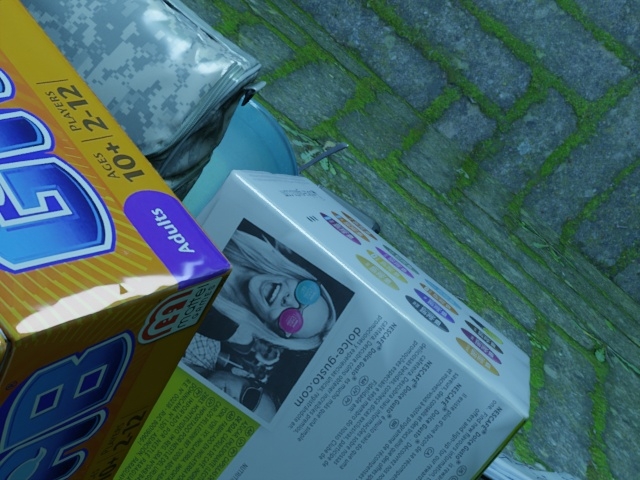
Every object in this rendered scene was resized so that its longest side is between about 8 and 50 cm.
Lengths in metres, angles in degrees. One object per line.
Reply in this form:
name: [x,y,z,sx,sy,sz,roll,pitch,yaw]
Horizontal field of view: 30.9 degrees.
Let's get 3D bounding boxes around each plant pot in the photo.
plant pot: [-0.194,-0.040,1.548,0.271,0.272,0.255,37,37,-9]

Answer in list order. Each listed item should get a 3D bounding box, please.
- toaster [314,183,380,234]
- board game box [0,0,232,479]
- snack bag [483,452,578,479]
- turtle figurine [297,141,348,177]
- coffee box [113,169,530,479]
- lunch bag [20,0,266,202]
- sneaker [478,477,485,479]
toaster: [0.000,0.000,1.943,0.146,0.129,0.227,37,24,0]
board game box: [-0.353,0.050,0.828,0.356,0.357,0.356,-19,61,-45]
snack bag: [0.297,0.338,1.683,0.342,0.037,0.323,26,0,38]
turtle figurine: [-0.116,-0.107,1.795,0.266,0.275,0.198,26,41,20]
coffee box: [-0.022,0.164,1.153,0.334,0.338,0.337,39,9,7]
lunch bag: [-0.239,-0.182,1.268,0.305,0.256,0.212,40,23,1]
sneaker: [0.129,0.406,1.186,0.112,0.319,0.131,6,6,43]
